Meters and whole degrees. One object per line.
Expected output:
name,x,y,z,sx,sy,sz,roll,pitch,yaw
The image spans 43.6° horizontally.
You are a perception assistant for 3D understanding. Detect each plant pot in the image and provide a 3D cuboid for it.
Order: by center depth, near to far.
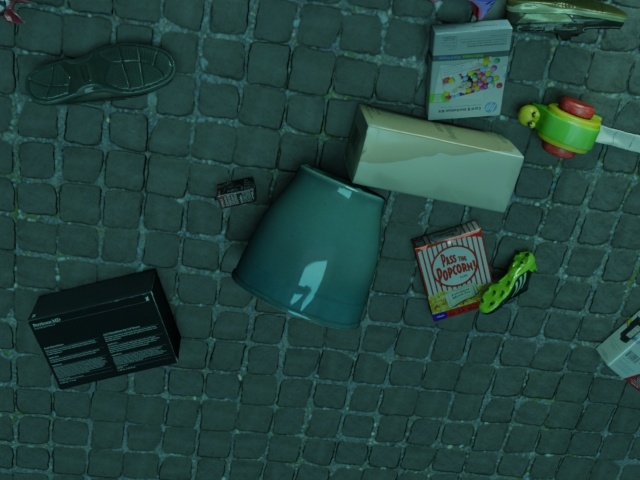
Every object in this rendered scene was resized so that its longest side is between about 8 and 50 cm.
plant pot,0.000,0.000,1.555,0.271,0.271,0.255,21,98,-15

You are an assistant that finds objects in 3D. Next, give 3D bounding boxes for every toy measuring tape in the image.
toy measuring tape,0.543,-0.203,1.574,0.330,0.121,0.121,14,114,-12

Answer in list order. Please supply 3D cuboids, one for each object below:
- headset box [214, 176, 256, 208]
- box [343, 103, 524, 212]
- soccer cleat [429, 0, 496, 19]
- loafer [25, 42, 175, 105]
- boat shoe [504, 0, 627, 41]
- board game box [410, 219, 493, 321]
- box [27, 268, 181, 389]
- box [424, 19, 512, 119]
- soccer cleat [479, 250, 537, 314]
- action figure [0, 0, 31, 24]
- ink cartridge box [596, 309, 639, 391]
headset box,-0.170,-0.094,1.588,0.083,0.062,0.032,-14,116,0
box,0.214,-0.159,1.548,0.311,0.148,0.121,9,115,-12
soccer cleat,0.176,-0.484,1.406,0.318,0.109,0.116,13,118,-14
loafer,-0.397,-0.298,1.468,0.267,0.084,0.096,-10,86,-5
boat shoe,0.450,-0.408,1.486,0.223,0.080,0.073,6,121,-2
board game box,0.288,0.067,1.721,0.146,0.045,0.193,-18,117,3
box,-0.446,0.186,1.679,0.261,0.103,0.184,-13,120,1
box,0.275,-0.318,1.508,0.145,0.038,0.186,-4,133,-4
soccer cleat,0.406,0.100,1.708,0.179,0.060,0.072,-47,125,-19
action figure,-0.658,-0.414,1.278,0.370,0.248,0.276,24,113,-13
ink cartridge box,0.748,0.242,1.838,0.127,0.072,0.175,37,108,-20
